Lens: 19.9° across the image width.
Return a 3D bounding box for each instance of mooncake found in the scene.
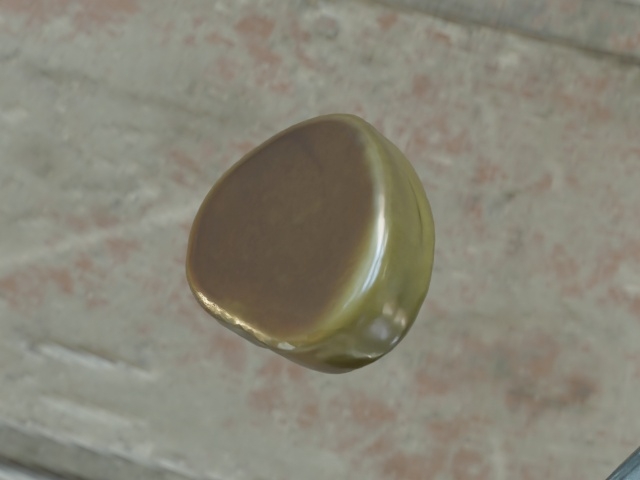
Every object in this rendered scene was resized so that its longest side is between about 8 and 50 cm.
[{"bbox_3d":[0.000,0.000,1.646,0.234,0.235,0.117,-19,146,30],"label":"mooncake"}]

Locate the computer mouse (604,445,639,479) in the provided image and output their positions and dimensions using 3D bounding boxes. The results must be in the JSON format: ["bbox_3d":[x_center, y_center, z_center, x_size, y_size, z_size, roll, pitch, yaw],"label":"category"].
[{"bbox_3d":[0.405,0.211,1.724,0.188,0.371,0.122,44,163,12],"label":"computer mouse"}]
